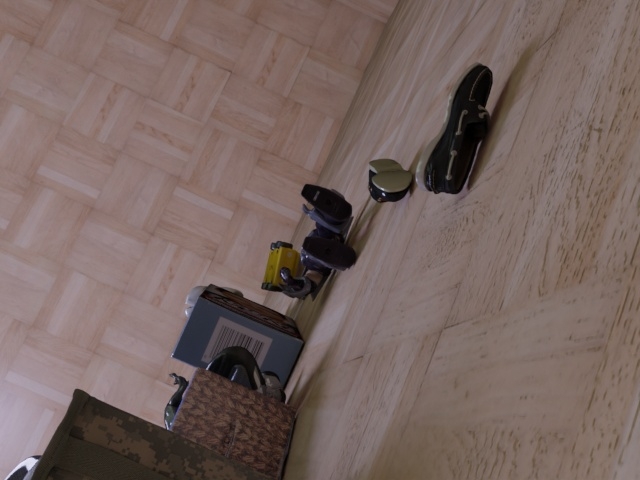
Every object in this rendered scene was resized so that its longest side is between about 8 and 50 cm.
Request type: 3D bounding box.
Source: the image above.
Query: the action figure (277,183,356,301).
[{"bbox_3d":[0.000,0.000,1.343,0.285,0.099,0.185,115,170,-79],"label":"action figure"}]

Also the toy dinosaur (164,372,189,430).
[{"bbox_3d":[-0.238,0.295,1.437,0.268,0.064,0.118,-62,19,23],"label":"toy dinosaur"}]

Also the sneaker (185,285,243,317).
[{"bbox_3d":[-0.186,0.230,1.784,0.110,0.118,0.292,-51,-51,-64],"label":"sneaker"}]

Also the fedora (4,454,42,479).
[{"bbox_3d":[-0.269,0.363,0.860,0.243,0.124,0.275,-55,30,8],"label":"fedora"}]

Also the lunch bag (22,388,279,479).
[{"bbox_3d":[-0.160,0.300,0.669,0.169,0.235,0.287,-57,9,47],"label":"lunch bag"}]

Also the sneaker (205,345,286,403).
[{"bbox_3d":[-0.098,0.206,1.196,0.132,0.086,0.228,-57,-25,-50],"label":"sneaker"}]

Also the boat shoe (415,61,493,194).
[{"bbox_3d":[0.123,-0.095,0.731,0.125,0.038,0.046,-61,-39,-16],"label":"boat shoe"}]

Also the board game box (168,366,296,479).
[{"bbox_3d":[-0.161,0.349,1.048,0.232,0.141,0.291,-76,11,-66],"label":"board game box"}]

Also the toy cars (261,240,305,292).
[{"bbox_3d":[-0.094,0.133,1.846,0.176,0.087,0.393,-86,13,-45],"label":"toy cars"}]

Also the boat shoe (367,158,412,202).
[{"bbox_3d":[0.084,-0.067,1.047,0.133,0.049,0.042,-105,12,-73],"label":"boat shoe"}]

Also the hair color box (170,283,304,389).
[{"bbox_3d":[-0.144,0.170,1.536,0.374,0.185,0.113,178,116,-85],"label":"hair color box"}]
